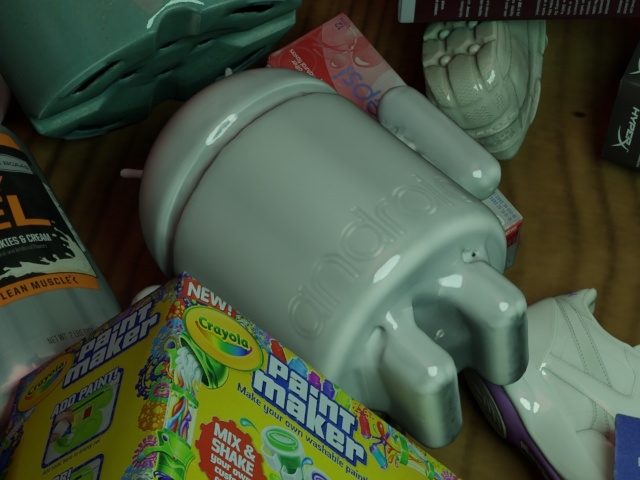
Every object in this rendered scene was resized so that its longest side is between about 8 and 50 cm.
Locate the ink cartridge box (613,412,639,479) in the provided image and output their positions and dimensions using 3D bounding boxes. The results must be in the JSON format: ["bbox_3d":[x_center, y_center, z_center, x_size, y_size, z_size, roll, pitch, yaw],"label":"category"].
[{"bbox_3d":[0.341,0.290,1.059,0.303,0.072,0.307,13,70,-14],"label":"ink cartridge box"}]

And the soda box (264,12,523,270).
[{"bbox_3d":[0.059,-0.070,1.331,0.092,0.083,0.263,-32,65,-15],"label":"soda box"}]

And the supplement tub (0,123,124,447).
[{"bbox_3d":[-0.278,0.036,1.217,0.193,0.193,0.316,-28,64,-14],"label":"supplement tub"}]

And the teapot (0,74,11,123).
[{"bbox_3d":[-0.442,-0.129,1.326,0.256,0.187,0.252,9,32,25],"label":"teapot"}]

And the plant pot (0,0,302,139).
[{"bbox_3d":[-0.196,-0.288,1.313,0.341,0.341,0.334,-26,83,-13],"label":"plant pot"}]

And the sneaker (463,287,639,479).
[{"bbox_3d":[0.239,0.161,1.179,0.152,0.114,0.305,-27,64,-12],"label":"sneaker"}]

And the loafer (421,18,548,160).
[{"bbox_3d":[0.151,-0.203,1.397,0.112,0.111,0.319,-14,42,26],"label":"loafer"}]

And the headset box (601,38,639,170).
[{"bbox_3d":[0.421,-0.129,1.327,0.293,0.110,0.218,20,56,13],"label":"headset box"}]

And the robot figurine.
[{"bbox_3d":[0.000,0.000,1.176,0.300,0.200,0.353,-39,60,-20],"label":"robot figurine"}]

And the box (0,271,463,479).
[{"bbox_3d":[-0.061,0.231,0.992,0.177,0.290,0.279,-33,33,31],"label":"box"}]

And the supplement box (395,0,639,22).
[{"bbox_3d":[0.180,-0.252,1.303,0.239,0.073,0.130,-2,47,-3],"label":"supplement box"}]
